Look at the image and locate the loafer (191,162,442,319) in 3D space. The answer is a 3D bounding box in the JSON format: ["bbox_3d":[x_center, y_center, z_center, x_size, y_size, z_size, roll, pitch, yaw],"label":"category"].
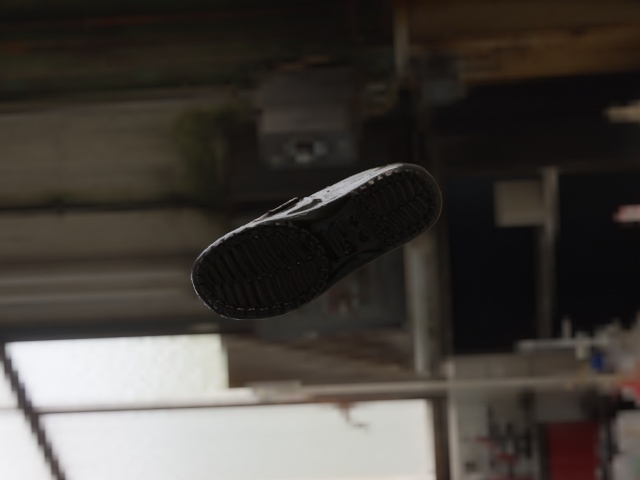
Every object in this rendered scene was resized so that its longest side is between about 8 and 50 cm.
[{"bbox_3d":[0.000,0.000,1.640,0.078,0.220,0.080,-67,-46,-76],"label":"loafer"}]
